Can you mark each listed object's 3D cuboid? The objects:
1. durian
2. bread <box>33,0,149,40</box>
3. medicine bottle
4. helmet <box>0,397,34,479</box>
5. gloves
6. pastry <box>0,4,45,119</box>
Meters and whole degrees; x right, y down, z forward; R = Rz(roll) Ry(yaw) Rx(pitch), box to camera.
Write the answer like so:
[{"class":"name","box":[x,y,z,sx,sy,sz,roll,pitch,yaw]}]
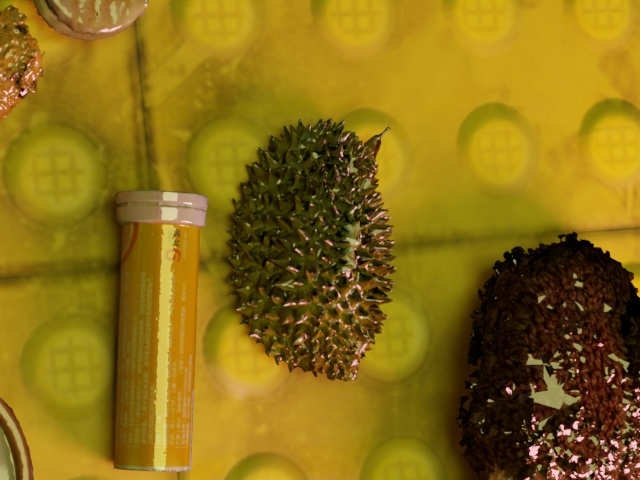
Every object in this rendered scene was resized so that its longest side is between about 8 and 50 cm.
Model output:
[{"class":"durian","box":[0.001,-0.002,1.440,0.137,0.095,0.220,11,74,-25]},{"class":"bread","box":[-0.211,-0.308,1.386,0.207,0.056,0.286,16,78,-27]},{"class":"medicine bottle","box":[-0.128,0.071,1.382,0.074,0.074,0.218,4,84,-25]},{"class":"helmet","box":[-0.330,0.179,1.243,0.224,0.130,0.198,-14,93,-36]},{"class":"gloves","box":[0.213,0.143,1.503,0.210,0.135,0.312,3,81,-19]},{"class":"pastry","box":[-0.272,-0.115,1.341,0.140,0.056,0.080,-33,92,-18]}]
